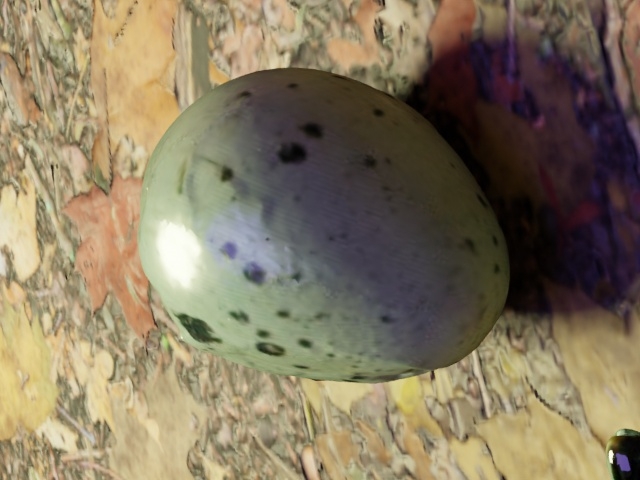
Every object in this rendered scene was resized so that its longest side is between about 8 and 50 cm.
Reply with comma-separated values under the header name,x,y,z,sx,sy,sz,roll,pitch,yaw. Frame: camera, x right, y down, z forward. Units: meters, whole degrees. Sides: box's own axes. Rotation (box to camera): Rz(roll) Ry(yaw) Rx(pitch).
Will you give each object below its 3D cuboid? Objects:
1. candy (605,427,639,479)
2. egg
name,x,y,z,sx,sy,sz,roll,pitch,yaw
candy,0.132,0.083,0.581,0.084,0.078,0.288,0,93,59
egg,0.000,0.000,0.676,0.164,0.131,0.131,30,125,39
